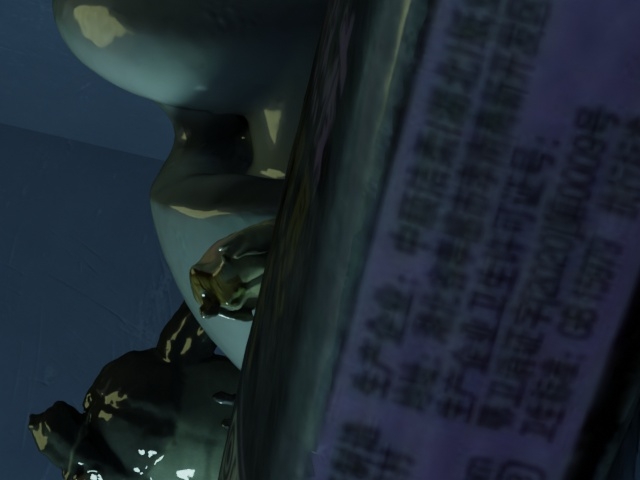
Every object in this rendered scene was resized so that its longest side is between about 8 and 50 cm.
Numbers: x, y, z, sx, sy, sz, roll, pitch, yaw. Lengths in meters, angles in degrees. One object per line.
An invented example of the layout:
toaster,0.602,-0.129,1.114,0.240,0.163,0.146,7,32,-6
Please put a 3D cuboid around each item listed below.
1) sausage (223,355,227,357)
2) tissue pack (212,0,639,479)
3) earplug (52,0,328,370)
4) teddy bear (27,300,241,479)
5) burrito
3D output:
sausage,0.000,0.000,1.335,0.312,0.093,0.093,-58,-13,-45
tissue pack,0.045,-0.015,0.568,0.259,0.122,0.361,-83,7,-61
earplug,-0.020,-0.068,0.951,0.175,0.214,0.326,112,142,-56
teddy bear,-0.047,0.114,1.167,0.171,0.251,0.144,-63,2,-1
burrito,0.018,0.008,0.783,0.041,0.185,0.045,52,125,33
